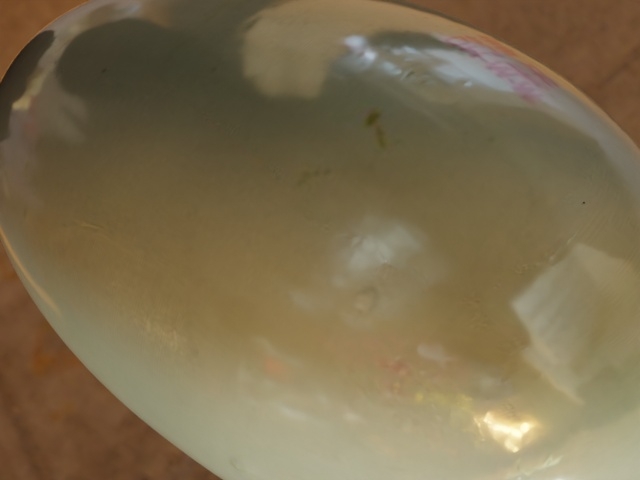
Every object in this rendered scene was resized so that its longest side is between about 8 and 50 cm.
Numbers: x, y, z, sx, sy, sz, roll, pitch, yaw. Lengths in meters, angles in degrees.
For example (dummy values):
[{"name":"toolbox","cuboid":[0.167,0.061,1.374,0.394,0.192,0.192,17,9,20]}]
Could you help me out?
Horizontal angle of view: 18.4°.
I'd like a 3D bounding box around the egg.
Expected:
[{"name":"egg","cuboid":[0.000,0.000,0.887,0.371,0.230,0.230,26,-100,28]}]
